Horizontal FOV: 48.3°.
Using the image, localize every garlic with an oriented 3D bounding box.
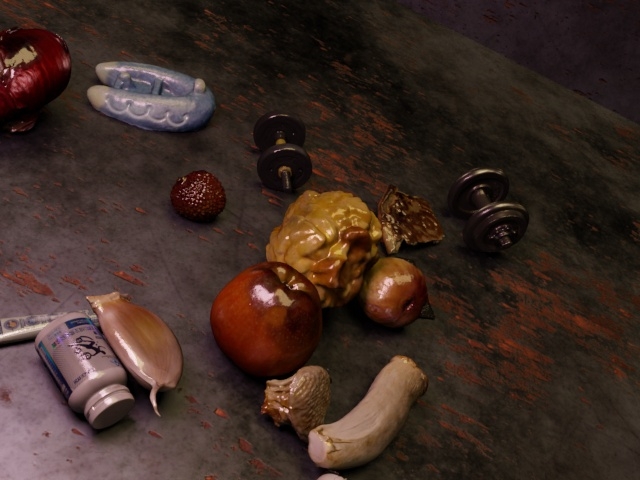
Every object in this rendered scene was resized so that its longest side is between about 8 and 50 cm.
[{"bbox_3d":[-0.304,0.213,1.270,0.148,0.128,0.266,-9,41,-47],"label":"garlic"}]

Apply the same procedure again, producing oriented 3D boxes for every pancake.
[{"bbox_3d":[0.221,-0.063,1.950,0.257,0.056,0.212,-10,58,-46],"label":"pancake"}]

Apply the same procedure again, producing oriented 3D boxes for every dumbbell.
[{"bbox_3d":[0.468,-0.086,2.005,0.192,0.192,0.290,6,44,-24],"label":"dumbbell"},{"bbox_3d":[-0.102,-0.238,1.886,0.143,0.143,0.325,10,42,-20],"label":"dumbbell"}]

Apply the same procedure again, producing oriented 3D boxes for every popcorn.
[{"bbox_3d":[0.000,0.000,1.596,0.225,0.265,0.332,53,0,-30],"label":"popcorn"}]

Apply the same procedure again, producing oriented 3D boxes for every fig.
[{"bbox_3d":[0.126,0.098,1.671,0.159,0.159,0.257,-15,35,-40],"label":"fig"}]

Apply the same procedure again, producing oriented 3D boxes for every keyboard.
[{"bbox_3d":[0.235,0.116,1.792,0.064,0.010,0.198,9,42,-24],"label":"keyboard"}]

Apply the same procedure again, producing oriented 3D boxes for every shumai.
[{"bbox_3d":[-0.050,0.302,1.358,0.116,0.145,0.145,0,28,30],"label":"shumai"}]

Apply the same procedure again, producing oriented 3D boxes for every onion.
[{"bbox_3d":[-0.701,-0.359,1.607,0.314,0.232,0.314,-19,28,11],"label":"onion"}]

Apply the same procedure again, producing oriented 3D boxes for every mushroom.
[{"bbox_3d":[0.102,0.341,1.396,0.351,0.095,0.122,-28,90,-50],"label":"mushroom"}]

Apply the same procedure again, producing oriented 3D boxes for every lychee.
[{"bbox_3d":[-0.280,-0.103,1.659,0.129,0.123,0.123,29,38,-12],"label":"lychee"}]

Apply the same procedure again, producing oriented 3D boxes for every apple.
[{"bbox_3d":[-0.095,0.151,1.407,0.230,0.230,0.230,16,40,-14],"label":"apple"}]

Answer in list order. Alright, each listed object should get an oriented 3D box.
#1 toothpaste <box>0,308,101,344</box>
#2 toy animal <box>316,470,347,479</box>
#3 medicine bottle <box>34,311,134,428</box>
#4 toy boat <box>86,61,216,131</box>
[{"bbox_3d":[-0.494,0.154,1.313,0.239,0.039,0.062,-5,44,-31],"label":"toothpaste"},{"bbox_3d":[0.003,0.461,1.232,0.071,0.085,0.124,50,47,1],"label":"toy animal"},{"bbox_3d":[-0.403,0.225,1.231,0.107,0.107,0.191,-19,57,-42],"label":"medicine bottle"},{"bbox_3d":[-0.438,-0.398,1.892,0.330,0.123,0.215,15,39,-13],"label":"toy boat"}]
